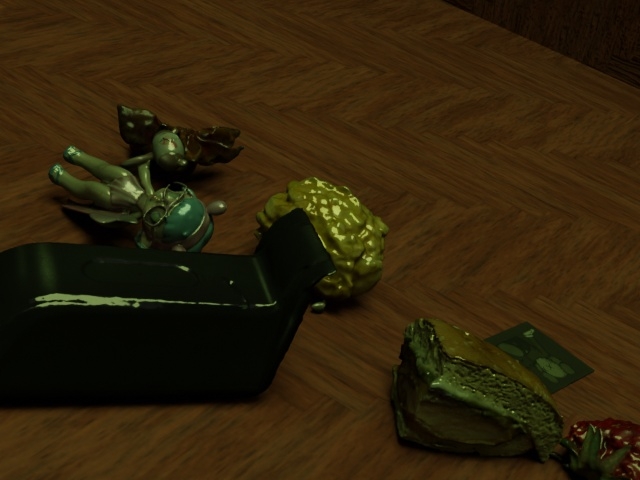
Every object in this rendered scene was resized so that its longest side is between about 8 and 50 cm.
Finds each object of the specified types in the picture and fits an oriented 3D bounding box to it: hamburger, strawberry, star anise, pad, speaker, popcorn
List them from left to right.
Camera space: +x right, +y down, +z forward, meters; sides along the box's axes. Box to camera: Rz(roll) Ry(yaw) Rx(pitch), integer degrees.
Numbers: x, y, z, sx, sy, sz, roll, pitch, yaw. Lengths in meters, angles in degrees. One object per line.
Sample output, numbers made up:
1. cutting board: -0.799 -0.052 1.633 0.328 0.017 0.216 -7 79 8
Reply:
1. speaker: -0.199 0.064 1.239 0.389 0.184 0.180 2 33 -25
2. star anise: -0.222 -0.144 1.663 0.196 0.111 0.212 27 22 5
3. popcorn: 0.014 -0.005 1.527 0.163 0.140 0.194 -19 47 -40
4. hamburger: 0.200 0.175 1.320 0.208 0.135 0.155 15 31 -9
5. pad: 0.284 0.170 1.508 0.190 0.004 0.127 -16 43 -44
6. strawberry: 0.404 0.262 1.330 0.208 0.087 0.167 -3 34 -36

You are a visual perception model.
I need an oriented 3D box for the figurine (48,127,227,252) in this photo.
1. figurine: -0.248 -0.066 1.505 0.260 0.102 0.205 25 55 21
